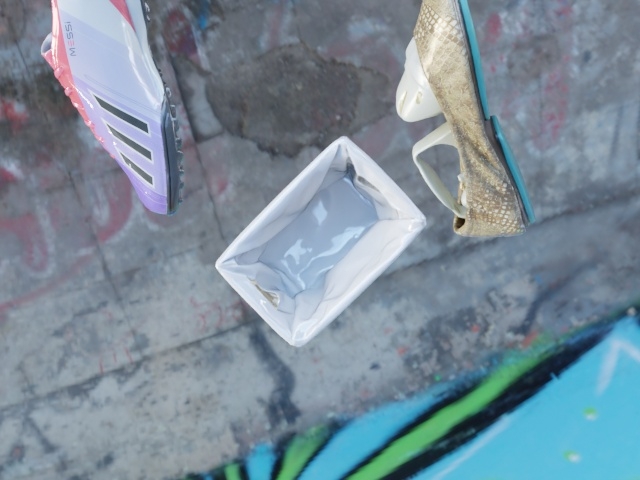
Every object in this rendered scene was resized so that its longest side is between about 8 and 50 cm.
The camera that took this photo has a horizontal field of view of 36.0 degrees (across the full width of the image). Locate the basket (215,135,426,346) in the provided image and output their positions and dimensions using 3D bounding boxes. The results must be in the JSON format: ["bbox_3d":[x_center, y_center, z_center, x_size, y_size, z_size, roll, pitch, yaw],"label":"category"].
[{"bbox_3d":[0.000,0.000,0.912,0.167,0.103,0.113,-44,93,1],"label":"basket"}]

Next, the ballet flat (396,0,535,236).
[{"bbox_3d":[0.089,-0.079,0.660,0.067,0.073,0.206,-17,121,13],"label":"ballet flat"}]

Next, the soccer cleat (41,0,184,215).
[{"bbox_3d":[-0.220,-0.167,1.011,0.116,0.108,0.318,-17,115,-13],"label":"soccer cleat"}]
